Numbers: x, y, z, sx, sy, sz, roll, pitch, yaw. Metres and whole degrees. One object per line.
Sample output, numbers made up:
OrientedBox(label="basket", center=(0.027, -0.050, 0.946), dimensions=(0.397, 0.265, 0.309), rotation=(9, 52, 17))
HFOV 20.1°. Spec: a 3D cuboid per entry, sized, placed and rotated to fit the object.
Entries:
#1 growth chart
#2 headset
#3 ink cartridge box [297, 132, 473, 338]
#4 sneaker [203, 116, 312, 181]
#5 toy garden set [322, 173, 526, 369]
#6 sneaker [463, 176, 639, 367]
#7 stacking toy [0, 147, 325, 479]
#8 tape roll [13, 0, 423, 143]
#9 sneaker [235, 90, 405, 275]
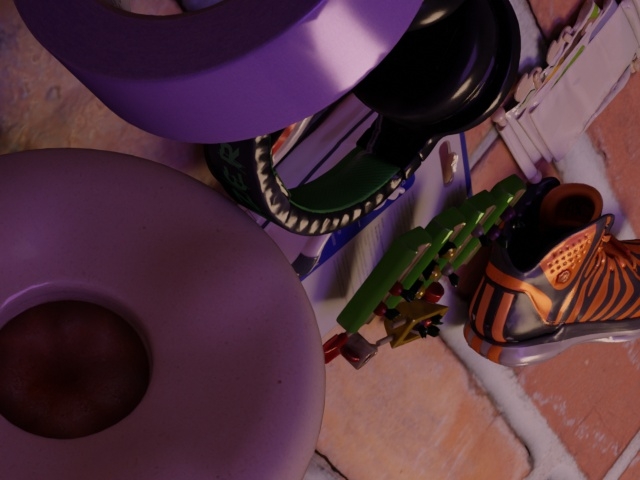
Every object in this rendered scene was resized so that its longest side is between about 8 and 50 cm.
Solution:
OrientedBox(label="growth chart", center=(0.265, -0.168, 1.852), dimensions=(0.237, 0.021, 0.172), rotation=(-47, 145, -15))
OrientedBox(label="headset", center=(0.046, -0.191, 1.320), dimensions=(0.394, 0.185, 0.243), rotation=(-50, 148, -13))
OrientedBox(label="ink cartridge box", center=(0.000, 0.000, 1.613), dimensions=(0.333, 0.065, 0.165), rotation=(-39, 143, -23))
OrientedBox(label="sneaker", center=(0.012, -0.159, 1.471), dimensions=(0.145, 0.090, 0.270), rotation=(8, 108, -52))
OrientedBox(label="toy garden set", center=(0.093, 0.051, 1.697), dimensions=(0.244, 0.049, 0.204), rotation=(-28, 158, -55))
OrientedBox(label="sneaker", center=(0.296, 0.016, 1.952), dimensions=(0.321, 0.125, 0.180), rotation=(-20, 133, -43))
OrientedBox(label="stacking toy", center=(-0.191, 0.185, 1.380), dimensions=(0.351, 0.350, 0.480), rotation=(-39, 161, -25))
OrientedBox(label="tape roll", center=(-0.063, -0.204, 1.166), dimensions=(0.274, 0.275, 0.090), rotation=(-54, 147, -5))
OrientedBox(label="sneaker", center=(0.036, -0.073, 1.519), dimensions=(0.258, 0.091, 0.094), rotation=(-45, -174, -19))
